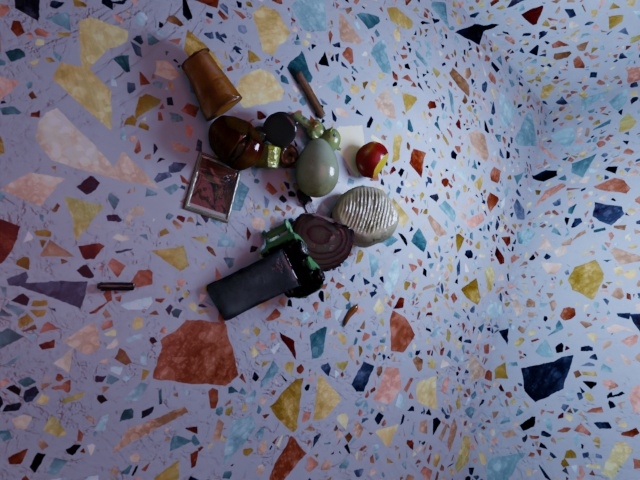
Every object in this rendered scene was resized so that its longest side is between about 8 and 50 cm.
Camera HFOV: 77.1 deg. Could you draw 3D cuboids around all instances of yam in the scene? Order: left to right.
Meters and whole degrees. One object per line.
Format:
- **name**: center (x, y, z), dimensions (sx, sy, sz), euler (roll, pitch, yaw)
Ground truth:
- **yam**: center (-0.052, -0.758, 2.091), dimensions (0.046, 0.046, 0.264), euler (-41, 108, -28)

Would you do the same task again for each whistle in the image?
- **whistle**: center (-0.002, -0.563, 2.057), dimensions (0.294, 0.141, 0.141), euler (44, 65, -23)

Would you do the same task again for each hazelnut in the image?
- **hazelnut**: center (-0.379, -0.432, 1.778), dimensions (0.251, 0.217, 0.217), euler (39, 67, -14)

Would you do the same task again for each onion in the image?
- **onion**: center (0.000, 0.000, 2.003), dimensions (0.313, 0.146, 0.280), euler (18, 113, 0)

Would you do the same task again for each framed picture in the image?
- **framed picture**: center (-0.476, -0.237, 1.797), dimensions (0.216, 0.016, 0.274), euler (18, 77, -31)

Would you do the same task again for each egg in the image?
- **egg**: center (-0.015, -0.359, 1.984), dimensions (0.218, 0.218, 0.296), euler (9, 82, -32)

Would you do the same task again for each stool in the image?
- **stool**: center (-0.212, -0.537, 1.910), dimensions (0.227, 0.139, 0.154), euler (6, 113, -4)

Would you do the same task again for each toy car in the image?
- **toy car**: center (-0.132, 0.099, 1.898), dimensions (0.213, 0.177, 0.359), euler (-28, 114, 14)

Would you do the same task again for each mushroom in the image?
- **mushroom**: center (-0.163, -0.415, 1.974), dimensions (0.109, 0.085, 0.126), euler (46, 59, 9)

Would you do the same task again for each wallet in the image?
- **wallet**: center (-0.294, 0.198, 1.770), dimensions (0.378, 0.046, 0.191), euler (-26, 100, -2)

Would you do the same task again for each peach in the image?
- **peach**: center (0.290, -0.439, 2.208), dimensions (0.190, 0.190, 0.193), euler (-8, 72, -33)

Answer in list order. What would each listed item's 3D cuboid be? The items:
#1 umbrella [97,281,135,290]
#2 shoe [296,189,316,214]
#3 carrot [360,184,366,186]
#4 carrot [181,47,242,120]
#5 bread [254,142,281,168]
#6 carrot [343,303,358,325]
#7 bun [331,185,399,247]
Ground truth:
- **umbrella**: center (-0.790, 0.179, 1.556), dimensions (0.132, 0.031, 0.036), euler (5, 82, -32)
- **shoe**: center (-0.061, -0.194, 2.044), dimensions (0.062, 0.053, 0.160), euler (-38, 109, -25)
- **carrot**: center (0.285, -0.270, 2.284), dimensions (0.165, 0.035, 0.036), euler (26, 73, -32)
- **carrot**: center (-0.480, -0.671, 1.727), dimensions (0.196, 0.195, 0.255), euler (-38, 103, -29)
- **bread**: center (-0.248, -0.396, 1.896), dimensions (0.111, 0.129, 0.115), euler (1, 95, -51)
- **carrot**: center (0.162, 0.397, 2.161), dimensions (0.035, 0.035, 0.142), euler (45, 72, -22)
- **bun**: center (0.228, -0.124, 2.128), dimensions (0.361, 0.234, 0.327), euler (-12, 85, -14)
